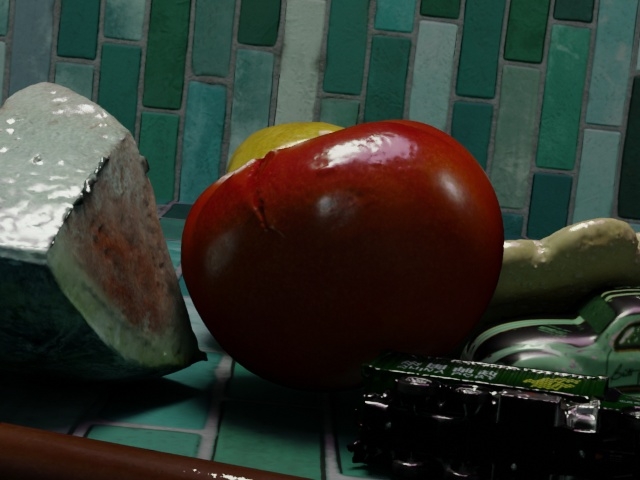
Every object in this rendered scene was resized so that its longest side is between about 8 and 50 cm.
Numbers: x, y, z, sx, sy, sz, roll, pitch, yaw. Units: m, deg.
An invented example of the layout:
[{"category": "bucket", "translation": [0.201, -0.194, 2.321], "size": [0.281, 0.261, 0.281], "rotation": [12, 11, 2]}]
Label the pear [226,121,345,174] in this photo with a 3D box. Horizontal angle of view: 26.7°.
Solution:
[{"category": "pear", "translation": [0.000, 0.000, 1.478], "size": [0.271, 0.271, 0.271], "rotation": [6, 7, -1]}]

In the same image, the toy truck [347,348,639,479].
[{"category": "toy truck", "translation": [0.157, 0.148, 1.048], "size": [0.259, 0.088, 0.121], "rotation": [7, 6, 15]}]

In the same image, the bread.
[{"category": "bread", "translation": [0.242, 0.064, 1.403], "size": [0.316, 0.054, 0.316], "rotation": [-7, -25, -3]}]

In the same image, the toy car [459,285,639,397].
[{"category": "toy car", "translation": [0.284, 0.107, 1.280], "size": [0.306, 0.125, 0.136], "rotation": [4, 13, -5]}]

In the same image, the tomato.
[{"category": "tomato", "translation": [0.028, 0.015, 1.217], "size": [0.298, 0.226, 0.298], "rotation": [-22, 1, 0]}]

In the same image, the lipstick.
[{"category": "lipstick", "translation": [-0.052, 0.166, 0.828], "size": [0.356, 0.057, 0.057], "rotation": [8, 7, 17]}]

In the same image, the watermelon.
[{"category": "watermelon", "translation": [-0.241, -0.013, 1.166], "size": [0.228, 0.258, 0.387], "rotation": [-2, -21, 29]}]
